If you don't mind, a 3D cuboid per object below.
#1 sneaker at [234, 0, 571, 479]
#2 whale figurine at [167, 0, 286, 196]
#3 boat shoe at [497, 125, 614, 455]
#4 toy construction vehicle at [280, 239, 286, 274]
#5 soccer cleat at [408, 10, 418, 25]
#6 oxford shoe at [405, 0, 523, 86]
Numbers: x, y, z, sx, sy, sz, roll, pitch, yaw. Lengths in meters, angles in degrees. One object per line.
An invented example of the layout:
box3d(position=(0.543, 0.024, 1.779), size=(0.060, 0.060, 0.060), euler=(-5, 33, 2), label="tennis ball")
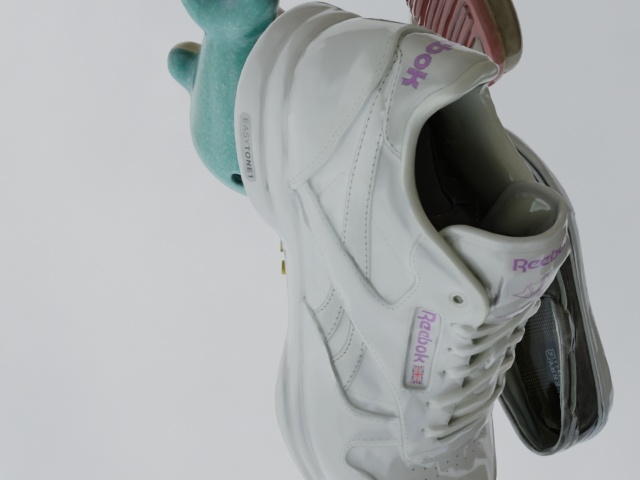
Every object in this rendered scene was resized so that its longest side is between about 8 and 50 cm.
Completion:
box3d(position=(0.049, 0.039, 0.691), size=(0.114, 0.152, 0.305), euler=(-35, -57, -36), label="sneaker")
box3d(position=(-0.063, -0.139, 1.353), size=(0.216, 0.272, 0.141), euler=(15, -116, 24), label="whale figurine")
box3d(position=(0.193, 0.044, 1.366), size=(0.119, 0.121, 0.335), euler=(-24, -89, -61), label="boat shoe")
box3d(position=(0.000, 0.000, 1.452), size=(0.086, 0.035, 0.098), euler=(3, -138, -3), label="toy construction vehicle")
box3d(position=(0.125, -0.252, 1.435), size=(0.076, 0.068, 0.196), euler=(58, -151, -57), label="soccer cleat")
box3d(position=(0.120, -0.291, 1.198), size=(0.130, 0.123, 0.348), euler=(-11, -109, -15), label="oxford shoe")
